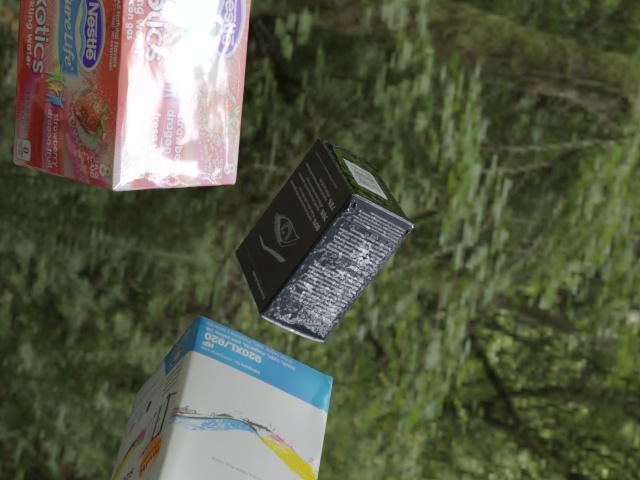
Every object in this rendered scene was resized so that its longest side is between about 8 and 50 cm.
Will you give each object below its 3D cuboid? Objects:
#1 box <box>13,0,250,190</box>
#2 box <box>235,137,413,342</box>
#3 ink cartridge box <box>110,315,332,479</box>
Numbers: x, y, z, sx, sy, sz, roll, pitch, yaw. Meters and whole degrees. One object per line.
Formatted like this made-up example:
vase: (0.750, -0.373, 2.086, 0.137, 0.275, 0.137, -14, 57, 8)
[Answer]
box: (-0.158, -0.202, 1.022, 0.142, 0.154, 0.300, -6, 105, -46)
box: (0.000, 0.000, 1.543, 0.207, 0.108, 0.153, -52, -147, 19)
ink cartridge box: (-0.111, 0.238, 1.215, 0.171, 0.168, 0.233, -49, -160, 39)
